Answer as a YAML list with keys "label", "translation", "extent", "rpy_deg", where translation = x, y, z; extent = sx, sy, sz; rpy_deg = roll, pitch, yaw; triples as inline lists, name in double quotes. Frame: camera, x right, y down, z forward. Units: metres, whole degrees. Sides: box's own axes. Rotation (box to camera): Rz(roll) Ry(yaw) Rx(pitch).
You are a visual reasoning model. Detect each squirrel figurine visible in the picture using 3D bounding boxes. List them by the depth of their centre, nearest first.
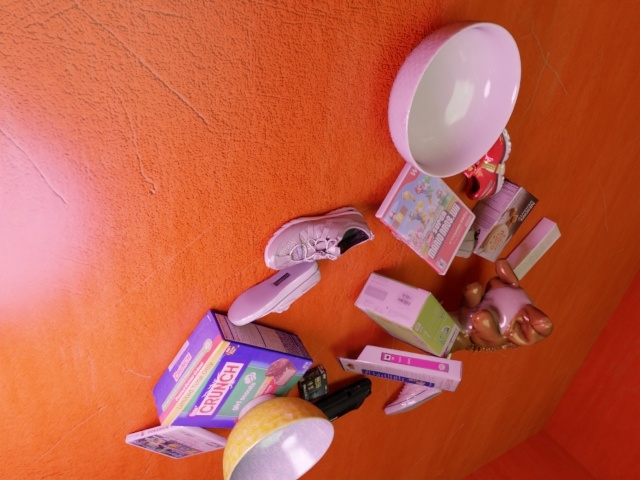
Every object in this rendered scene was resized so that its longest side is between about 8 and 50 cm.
- label: "squirrel figurine"
  translation: [0.548, 0.306, 1.519]
  extent: [0.371, 0.281, 0.397]
  rpy_deg: [-28, 144, 9]

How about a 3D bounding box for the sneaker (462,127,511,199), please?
- label: "sneaker"
  translation: [0.453, -0.225, 1.227]
  extent: [0.118, 0.107, 0.279]
  rpy_deg: [-23, 129, -8]

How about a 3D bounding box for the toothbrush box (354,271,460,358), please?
- label: "toothbrush box"
  translation: [0.267, 0.231, 1.320]
  extent: [0.283, 0.206, 0.122]
  rpy_deg: [45, 71, -43]

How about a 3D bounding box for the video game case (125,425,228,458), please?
- label: "video game case"
  translation: [-0.375, 0.534, 1.165]
  extent: [0.184, 0.023, 0.201]
  rpy_deg: [-21, 137, 17]

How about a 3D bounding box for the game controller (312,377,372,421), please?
- label: "game controller"
  translation: [0.045, 0.575, 1.504]
  extent: [0.319, 0.067, 0.166]
  rpy_deg: [-10, 142, -39]

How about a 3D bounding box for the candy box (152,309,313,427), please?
- label: "candy box"
  translation: [-0.218, 0.349, 1.134]
  extent: [0.317, 0.122, 0.268]
  rpy_deg: [27, 103, -42]

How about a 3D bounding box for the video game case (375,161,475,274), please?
- label: "video game case"
  translation: [0.292, -0.066, 1.176]
  extent: [0.285, 0.025, 0.204]
  rpy_deg: [38, 75, -27]

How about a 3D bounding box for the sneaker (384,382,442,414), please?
- label: "sneaker"
  translation: [0.364, 0.621, 1.760]
  extent: [0.258, 0.091, 0.094]
  rpy_deg: [-34, 143, 19]

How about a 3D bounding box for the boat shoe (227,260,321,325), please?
- label: "boat shoe"
  translation: [-0.104, 0.140, 1.089]
  extent: [0.258, 0.095, 0.084]
  rpy_deg: [-32, 129, -11]

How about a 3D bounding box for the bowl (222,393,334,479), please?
- label: "bowl"
  translation: [-0.125, 0.487, 1.103]
  extent: [0.290, 0.156, 0.289]
  rpy_deg: [-19, 132, -22]

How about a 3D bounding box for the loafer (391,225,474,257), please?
- label: "loafer"
  translation: [0.338, -0.026, 1.288]
  extent: [0.320, 0.112, 0.111]
  rpy_deg: [11, 94, -38]

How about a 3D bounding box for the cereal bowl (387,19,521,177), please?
- label: "cereal bowl"
  translation: [0.287, -0.327, 1.008]
  extent: [0.339, 0.141, 0.338]
  rpy_deg: [-18, 128, -25]

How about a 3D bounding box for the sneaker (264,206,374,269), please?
- label: "sneaker"
  translation: [0.000, 0.000, 1.050]
  extent: [0.281, 0.115, 0.105]
  rpy_deg: [-25, 131, -19]

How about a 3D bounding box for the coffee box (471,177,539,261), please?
- label: "coffee box"
  translation: [0.568, -0.067, 1.414]
  extent: [0.141, 0.098, 0.246]
  rpy_deg: [20, 107, -42]

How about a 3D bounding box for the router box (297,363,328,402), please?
- label: "router box"
  translation: [-0.024, 0.468, 1.411]
  extent: [0.092, 0.038, 0.122]
  rpy_deg: [-22, 130, -22]

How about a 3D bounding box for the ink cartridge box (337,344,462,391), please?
- label: "ink cartridge box"
  translation: [0.248, 0.402, 1.386]
  extent: [0.175, 0.371, 0.069]
  rpy_deg: [72, 26, -59]

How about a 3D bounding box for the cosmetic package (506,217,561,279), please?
- label: "cosmetic package"
  translation: [0.814, 0.033, 1.684]
  extent: [0.239, 0.060, 0.099]
  rpy_deg: [-49, 137, 3]
